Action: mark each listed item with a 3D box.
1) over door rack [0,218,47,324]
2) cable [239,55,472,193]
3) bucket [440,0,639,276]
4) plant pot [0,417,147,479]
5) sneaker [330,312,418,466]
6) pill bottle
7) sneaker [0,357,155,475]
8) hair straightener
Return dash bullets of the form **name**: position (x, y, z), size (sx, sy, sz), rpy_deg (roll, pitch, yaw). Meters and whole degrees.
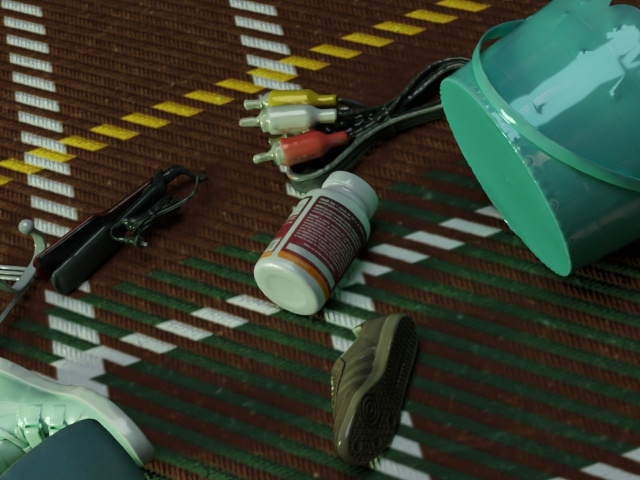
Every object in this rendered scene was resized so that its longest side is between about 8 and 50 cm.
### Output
- **over door rack**: position (-0.477, 0.095, 2.082), size (0.239, 0.108, 0.324), rpy_deg (3, 50, 24)
- **cable**: position (0.053, -0.142, 2.128), size (0.287, 0.072, 0.139), rpy_deg (-16, 50, 6)
- **bucket**: position (0.261, -0.111, 1.890), size (0.183, 0.281, 0.281), rpy_deg (-33, 45, -7)
- **plant pot**: position (-0.228, 0.333, 1.671), size (0.195, 0.290, 0.290), rpy_deg (39, 67, 12)
- **sneaker**: position (0.042, 0.154, 1.870), size (0.071, 0.066, 0.188), rpy_deg (-10, 38, 36)
- **pill bottle**: position (0.000, 0.000, 2.003), size (0.086, 0.086, 0.152), rpy_deg (15, 55, 32)
- **sneaker**: position (-0.294, 0.221, 1.904), size (0.256, 0.094, 0.151), rpy_deg (15, 55, 37)
- **hair straightener**: position (-0.217, -0.011, 2.135), size (0.230, 0.047, 0.089), rpy_deg (-35, 46, -19)
